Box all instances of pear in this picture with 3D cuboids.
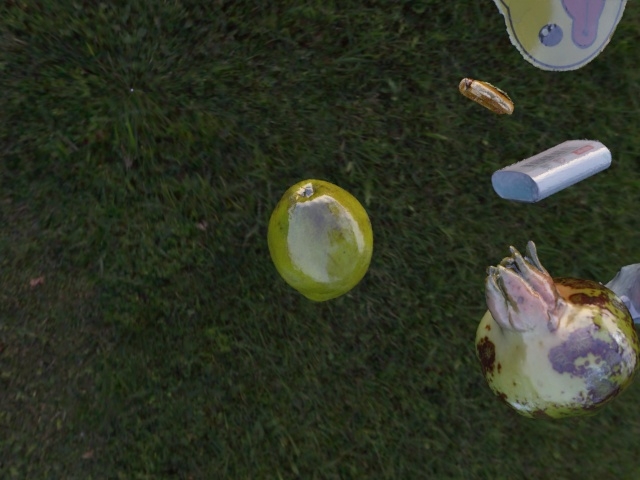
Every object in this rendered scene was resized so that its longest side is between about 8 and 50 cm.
[{"bbox_3d":[0.000,0.000,1.556,0.212,0.212,0.269,-18,130,-9],"label":"pear"}]

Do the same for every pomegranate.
[{"bbox_3d":[0.309,0.137,1.089,0.222,0.204,0.276,-22,150,26],"label":"pomegranate"}]

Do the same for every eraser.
[{"bbox_3d":[0.548,-0.168,1.897,0.227,0.174,0.081,-24,104,-20],"label":"eraser"}]

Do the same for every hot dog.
[{"bbox_3d":[0.293,-0.256,1.389,0.133,0.056,0.041,19,90,-38],"label":"hot dog"}]

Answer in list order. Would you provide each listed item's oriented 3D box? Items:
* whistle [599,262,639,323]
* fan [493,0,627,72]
[{"bbox_3d":[0.575,0.087,1.324,0.348,0.189,0.189,-21,109,31],"label":"whistle"},{"bbox_3d":[0.385,-0.359,1.134,0.335,0.011,0.229,-7,104,-21],"label":"fan"}]
